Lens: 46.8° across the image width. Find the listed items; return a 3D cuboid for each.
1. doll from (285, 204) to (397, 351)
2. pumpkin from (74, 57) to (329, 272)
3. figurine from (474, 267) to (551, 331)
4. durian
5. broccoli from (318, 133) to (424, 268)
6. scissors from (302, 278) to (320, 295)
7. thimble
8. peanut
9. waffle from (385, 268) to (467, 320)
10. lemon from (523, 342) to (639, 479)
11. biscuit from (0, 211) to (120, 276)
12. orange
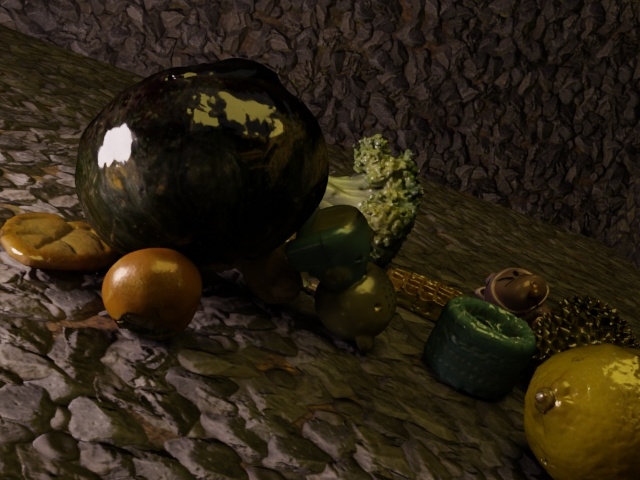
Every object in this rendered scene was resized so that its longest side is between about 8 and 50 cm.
[{"bbox_3d":[0.051,0.072,1.423,0.161,0.261,0.177,-16,23,13],"label":"doll"},{"bbox_3d":[-0.202,-0.114,1.301,0.454,0.454,0.344,-7,74,-58],"label":"pumpkin"},{"bbox_3d":[0.535,0.173,1.855,0.176,0.186,0.287,-15,52,-25],"label":"figurine"},{"bbox_3d":[0.570,0.241,1.592,0.258,0.258,0.293,30,8,21],"label":"durian"},{"bbox_3d":[0.105,-0.084,1.936,0.280,0.293,0.348,24,55,-13],"label":"broccoli"},{"bbox_3d":[-0.039,0.094,1.590,0.212,0.021,0.110,21,20,-7],"label":"scissors"},{"bbox_3d":[0.328,0.215,1.494,0.235,0.143,0.198,7,25,-41],"label":"thimble"},{"bbox_3d":[-0.091,0.037,1.492,0.137,0.122,0.253,4,32,2],"label":"peanut"},{"bbox_3d":[0.246,0.130,1.794,0.211,0.055,0.160,25,18,9],"label":"waffle"},{"bbox_3d":[0.476,0.299,1.226,0.321,0.268,0.268,32,15,-15],"label":"lemon"},{"bbox_3d":[-0.456,0.003,1.291,0.203,0.041,0.260,24,13,-2],"label":"biscuit"},{"bbox_3d":[-0.257,0.083,1.139,0.154,0.154,0.134,3,62,-48],"label":"orange"}]
